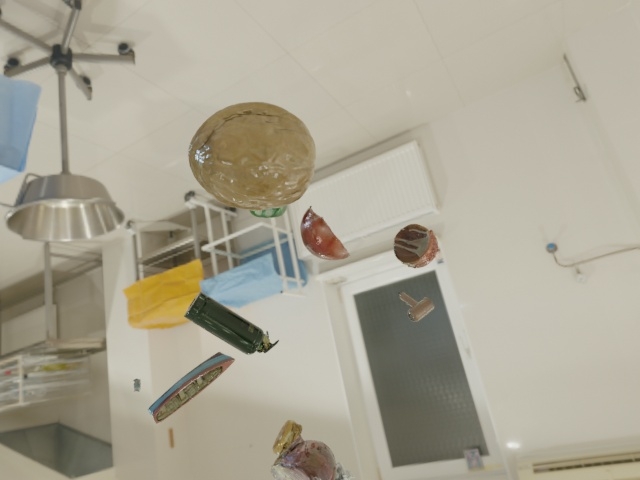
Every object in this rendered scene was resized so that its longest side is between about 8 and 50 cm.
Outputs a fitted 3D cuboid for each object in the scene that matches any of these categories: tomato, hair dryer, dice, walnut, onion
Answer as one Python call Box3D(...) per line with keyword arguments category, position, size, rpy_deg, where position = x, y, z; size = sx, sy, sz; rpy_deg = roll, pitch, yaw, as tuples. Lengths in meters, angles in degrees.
Box3D(category="tomato", position=(0.000, 0.000, 1.600), size=(0.112, 0.228, 0.199), rpy_deg=(-41, -164, -2))
Box3D(category="hair dryer", position=(0.405, 0.282, 2.038), size=(0.117, 0.182, 0.064), rpy_deg=(-32, 127, -18))
Box3D(category="dice", position=(-0.196, -0.160, 1.695), size=(0.131, 0.128, 0.120), rpy_deg=(7, -156, 13))
Box3D(category="walnut", position=(-0.172, -0.208, 1.149), size=(0.313, 0.277, 0.252), rpy_deg=(-1, 143, -19))
Box3D(category="onion", position=(-0.019, 0.480, 0.961), size=(0.098, 0.151, 0.206), rpy_deg=(-50, -175, -36))

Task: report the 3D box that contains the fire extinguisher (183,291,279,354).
Box3D(category="fire extinguisher", position=(-0.273, 0.276, 1.446), size=(0.311, 0.114, 0.095), rpy_deg=(37, 128, -15))

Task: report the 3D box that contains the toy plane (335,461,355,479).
Box3D(category="toy plane", position=(0.046, 0.994, 1.782), size=(0.118, 0.252, 0.252), rpy_deg=(24, 142, -38))

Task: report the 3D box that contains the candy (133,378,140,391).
Box3D(category="candy", position=(-0.663, 0.522, 1.644), size=(0.030, 0.020, 0.083), rpy_deg=(8, -168, -19))

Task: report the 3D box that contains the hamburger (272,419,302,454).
Box3D(category="hamburger", position=(-0.132, 0.796, 1.834), size=(0.138, 0.083, 0.147), rpy_deg=(-51, 171, -51))

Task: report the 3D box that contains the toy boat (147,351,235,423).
Box3D(category="toy boat", position=(-0.531, 0.597, 1.897), size=(0.392, 0.079, 0.136), rpy_deg=(-37, 148, -33))

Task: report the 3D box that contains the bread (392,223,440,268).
Box3D(category="bread", position=(0.339, 0.022, 1.621), size=(0.160, 0.160, 0.073), rpy_deg=(-23, 144, 30))
